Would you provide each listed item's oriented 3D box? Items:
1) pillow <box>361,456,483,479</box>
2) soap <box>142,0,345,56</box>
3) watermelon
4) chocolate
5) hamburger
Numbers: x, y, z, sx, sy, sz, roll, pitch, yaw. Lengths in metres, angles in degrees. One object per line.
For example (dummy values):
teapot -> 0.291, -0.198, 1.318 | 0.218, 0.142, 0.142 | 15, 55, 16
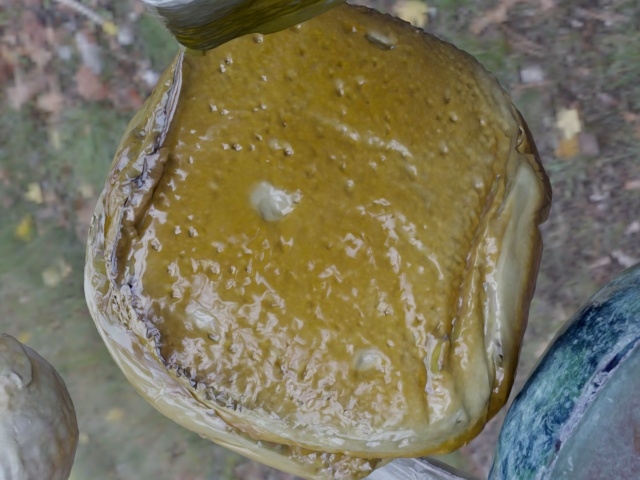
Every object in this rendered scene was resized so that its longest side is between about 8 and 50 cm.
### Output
pillow -> 0.103, 0.227, 1.309 | 0.233, 0.038, 0.130 | 23, 149, 13
soap -> 0.010, -0.195, 0.674 | 0.259, 0.281, 0.143 | -29, 93, 2
watermelon -> 0.227, 0.110, 0.908 | 0.226, 0.318, 0.148 | 52, 177, -21
chocolate -> -0.278, 0.223, 1.225 | 0.134, 0.134, 0.309 | 25, 110, 40
hamburger -> -0.002, -0.007, 0.983 | 0.174, 0.284, 0.304 | -40, 28, 60
